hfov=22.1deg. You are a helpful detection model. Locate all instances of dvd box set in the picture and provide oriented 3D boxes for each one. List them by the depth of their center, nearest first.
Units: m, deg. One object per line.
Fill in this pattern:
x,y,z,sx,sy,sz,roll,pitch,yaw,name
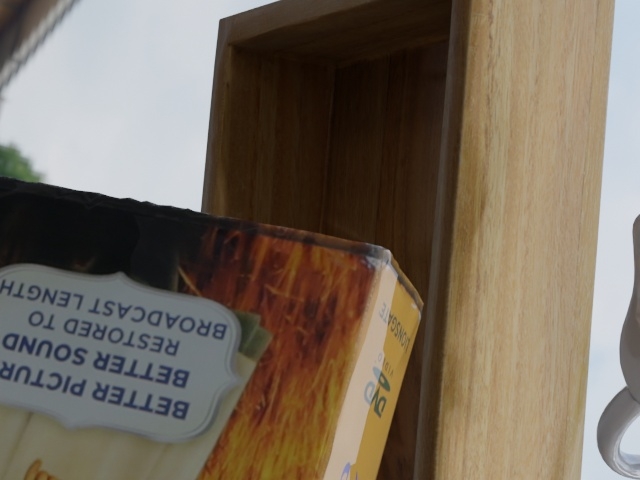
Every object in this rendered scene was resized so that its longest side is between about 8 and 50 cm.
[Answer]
-0.170,0.176,0.477,0.062,0.308,0.420,55,49,-64,dvd box set

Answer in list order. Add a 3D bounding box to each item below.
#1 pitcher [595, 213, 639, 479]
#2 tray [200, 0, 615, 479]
0.266,0.065,0.938,0.125,0.207,0.177,-111,-151,-49,pitcher
0.016,0.104,0.659,0.203,0.076,0.410,-3,-100,60,tray
